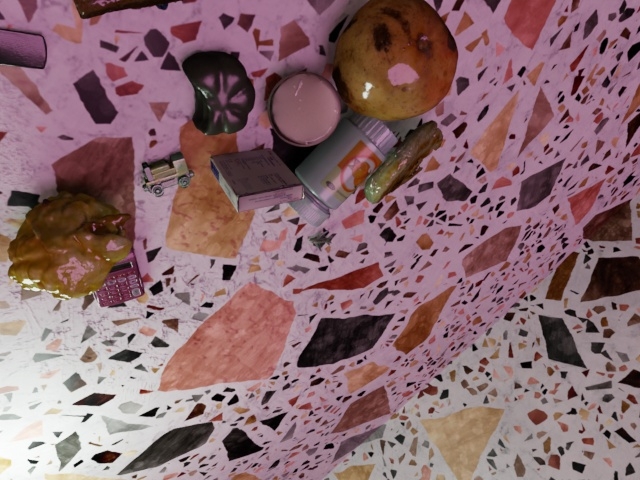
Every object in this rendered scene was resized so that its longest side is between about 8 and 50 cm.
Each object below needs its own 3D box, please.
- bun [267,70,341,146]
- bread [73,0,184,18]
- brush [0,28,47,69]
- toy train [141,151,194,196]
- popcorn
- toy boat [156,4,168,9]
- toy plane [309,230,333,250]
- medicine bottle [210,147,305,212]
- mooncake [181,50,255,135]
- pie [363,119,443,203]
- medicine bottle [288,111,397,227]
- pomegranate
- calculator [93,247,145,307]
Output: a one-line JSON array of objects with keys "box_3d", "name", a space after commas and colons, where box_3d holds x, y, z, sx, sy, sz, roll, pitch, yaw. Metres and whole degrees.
[{"box_3d": [-0.039, -0.310, 1.112, 0.172, 0.120, 0.173, -1, 107, -3], "name": "bun"}, {"box_3d": [-0.227, -0.494, 0.789, 0.416, 0.113, 0.165, -19, 114, -18], "name": "bread"}, {"box_3d": [-0.574, -0.333, 0.792, 0.193, 0.016, 0.063, -4, 129, -33], "name": "brush"}, {"box_3d": [-0.358, -0.153, 1.091, 0.122, 0.050, 0.081, -21, 133, -17], "name": "toy train"}, {"box_3d": [-0.523, 0.001, 0.986, 0.266, 0.233, 0.192, -12, 134, 11], "name": "popcorn"}, {"box_3d": [-0.285, -0.467, 0.859, 0.038, 0.038, 0.083, 0, 123, -35], "name": "toy boat"}, {"box_3d": [-0.001, -0.002, 1.500, 0.083, 0.033, 0.080, 1, 128, -27], "name": "toy plane"}, {"box_3d": [-0.153, -0.152, 1.121, 0.171, 0.201, 0.052, -14, 132, -26], "name": "medicine bottle"}, {"box_3d": [-0.223, -0.311, 0.999, 0.168, 0.104, 0.175, -37, 137, 9], "name": "mooncake"}, {"box_3d": [0.239, -0.219, 1.351, 0.302, 0.067, 0.302, -43, 169, -10], "name": "pie"}, {"box_3d": [0.048, -0.199, 1.251, 0.318, 0.158, 0.158, -46, 139, 10], "name": "medicine bottle"}, {"box_3d": [0.165, -0.403, 1.064, 0.281, 0.281, 0.281, -20, 137, -19], "name": "pomegranate"}, {"box_3d": [-0.534, 0.098, 1.216, 0.126, 0.034, 0.191, -17, 141, -23], "name": "calculator"}]
